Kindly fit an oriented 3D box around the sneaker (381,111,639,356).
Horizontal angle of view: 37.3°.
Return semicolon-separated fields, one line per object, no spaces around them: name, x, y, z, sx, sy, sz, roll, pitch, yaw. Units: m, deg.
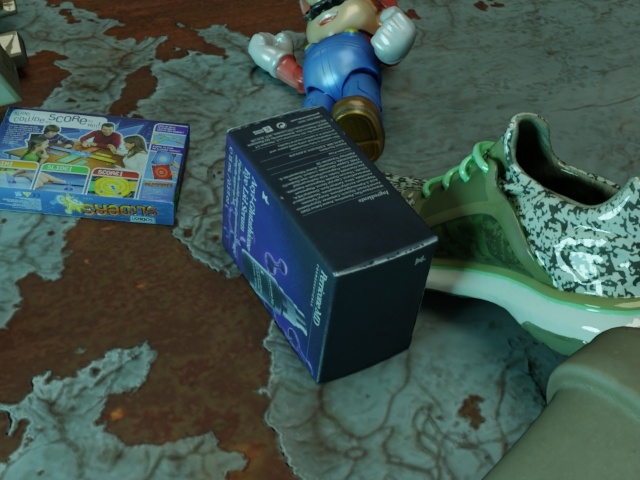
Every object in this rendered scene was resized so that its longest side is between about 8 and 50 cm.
sneaker;0.175;-0.039;0.884;0.158;0.182;0.410;-19;28;-36

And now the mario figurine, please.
mario figurine;0.007;-0.227;1.110;0.198;0.170;0.321;6;46;1

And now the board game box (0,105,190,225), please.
board game box;-0.248;-0.083;1.019;0.201;0.035;0.136;6;45;-3

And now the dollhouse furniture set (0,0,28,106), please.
dollhouse furniture set;-0.452;-0.314;1.004;0.173;0.303;0.356;-14;80;-5

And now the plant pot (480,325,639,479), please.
plant pot;0.190;0.226;0.651;0.229;0.263;0.263;-32;55;-10

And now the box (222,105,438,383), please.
box;0.000;0.000;0.888;0.108;0.153;0.207;-19;50;-24
